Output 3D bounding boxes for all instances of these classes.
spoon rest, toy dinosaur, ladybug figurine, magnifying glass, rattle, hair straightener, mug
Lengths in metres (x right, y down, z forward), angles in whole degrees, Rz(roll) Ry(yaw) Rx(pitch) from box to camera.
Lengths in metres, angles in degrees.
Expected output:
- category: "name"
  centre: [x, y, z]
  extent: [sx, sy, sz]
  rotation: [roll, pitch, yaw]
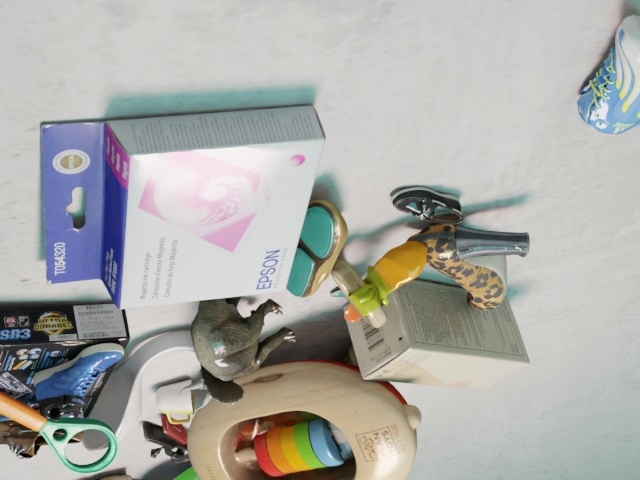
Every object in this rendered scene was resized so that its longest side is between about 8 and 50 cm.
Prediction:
- category: "spoon rest"
  centre: [-0.304, 0.240, 1.742]
  extent: [0.276, 0.137, 0.084]
  rotation: [-41, 127, 13]
- category: "toy dinosaur"
  centre: [-0.135, 0.146, 1.599]
  extent: [0.160, 0.121, 0.313]
  rotation: [-45, 153, -25]
- category: "ladybug figurine"
  centre: [-0.021, 0.338, 1.866]
  extent: [0.450, 0.305, 0.162]
  rotation: [-13, -161, 26]
- category: "magnifying glass"
  centre: [-0.412, 0.295, 1.640]
  extent: [0.231, 0.026, 0.092]
  rotation: [38, 94, -32]
- category: "rattle"
  centre: [0.088, 0.062, 1.666]
  extent: [0.142, 0.130, 0.199]
  rotation: [-54, 164, -8]
- category: "hair straightener"
  centre: [-0.295, 0.398, 2.093]
  extent: [0.089, 0.047, 0.230]
  rotation: [-22, 155, 10]
- category: "mug"
  centre: [-0.259, 0.290, 1.885]
  extent: [0.064, 0.078, 0.062]
  rotation: [-5, 174, -2]

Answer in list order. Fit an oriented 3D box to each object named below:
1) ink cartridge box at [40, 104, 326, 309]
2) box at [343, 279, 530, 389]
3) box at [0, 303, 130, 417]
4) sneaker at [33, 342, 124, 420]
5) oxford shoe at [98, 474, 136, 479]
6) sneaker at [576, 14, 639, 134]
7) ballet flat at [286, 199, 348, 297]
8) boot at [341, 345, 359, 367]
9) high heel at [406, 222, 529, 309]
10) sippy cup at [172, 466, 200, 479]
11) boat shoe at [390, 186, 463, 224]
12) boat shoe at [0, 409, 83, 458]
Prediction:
- category: "ink cartridge box"
  centre: [-0.181, -0.029, 1.348]
  extent: [0.330, 0.071, 0.324]
  rotation: [-7, 145, -17]
- category: "box"
  centre: [0.205, 0.164, 1.823]
  extent: [0.311, 0.148, 0.121]
  rotation: [13, 141, -39]
- category: "box"
  centre: [-0.470, 0.196, 1.614]
  extent: [0.293, 0.073, 0.295]
  rotation: [1, 148, -26]
- category: "sneaker"
  centre: [-0.348, 0.212, 1.544]
  extent: [0.152, 0.084, 0.058]
  rotation: [-23, 151, 11]
- category: "oxford shoe"
  centre: [-0.409, 0.599, 2.299]
  extent: [0.130, 0.123, 0.348]
  rotation: [-21, 152, -3]
- category: "sneaker"
  centre: [0.385, -0.192, 1.348]
  extent: [0.126, 0.091, 0.240]
  rotation: [-26, 150, 18]
- category: "ballet flat"
  centre: [0.000, 0.000, 1.530]
  extent: [0.073, 0.080, 0.232]
  rotation: [-33, 164, -31]
- category: "boot"
  centre: [0.008, 0.281, 1.985]
  extent: [0.204, 0.095, 0.262]
  rotation: [-12, 154, -4]
- category: "high heel"
  centre: [0.212, 0.045, 1.703]
  extent: [0.186, 0.093, 0.261]
  rotation: [3, 153, -6]
- category: "sippy cup"
  centre: [-0.213, 0.609, 2.239]
  extent: [0.240, 0.224, 0.305]
  rotation: [-31, 153, -18]
- category: "boat shoe"
  centre: [0.157, -0.047, 1.539]
  extent: [0.125, 0.038, 0.046]
  rotation: [9, 142, -38]
- category: "boat shoe"
  centre: [-0.467, 0.308, 1.676]
  extent: [0.183, 0.066, 0.066]
  rotation: [-11, 152, -8]
